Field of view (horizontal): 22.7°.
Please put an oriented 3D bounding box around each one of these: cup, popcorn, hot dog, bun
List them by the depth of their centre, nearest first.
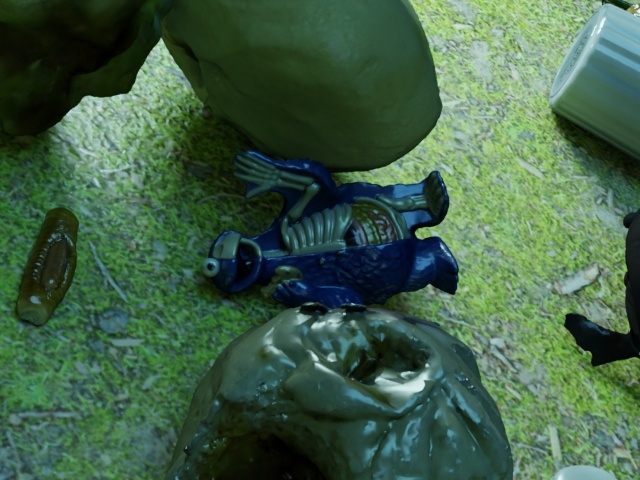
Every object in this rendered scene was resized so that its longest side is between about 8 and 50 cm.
[{"bbox_3d":[0.026,0.154,1.304,0.281,0.205,0.281,17,28,-10],"label":"bun"},{"bbox_3d":[-0.240,0.020,1.431,0.044,0.028,0.137,30,38,-16],"label":"hot dog"},{"bbox_3d":[-0.297,-0.269,1.484,0.312,0.312,0.312,19,42,-18],"label":"popcorn"},{"bbox_3d":[-0.046,-0.213,1.591,0.202,0.364,0.364,-35,69,-10],"label":"bun"},{"bbox_3d":[0.402,-0.189,1.994,0.202,0.167,0.221,28,12,-3],"label":"cup"}]

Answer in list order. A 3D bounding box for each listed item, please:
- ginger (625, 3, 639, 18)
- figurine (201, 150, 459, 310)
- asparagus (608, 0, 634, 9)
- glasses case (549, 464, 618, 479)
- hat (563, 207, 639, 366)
[{"bbox_3d":[0.453,-0.255,2.143,0.103,0.073,0.162,-21,65,-44],"label":"ginger"},{"bbox_3d":[0.006,0.007,1.552,0.262,0.120,0.164,5,85,-21],"label":"figurine"},{"bbox_3d":[0.381,-0.353,2.239,0.162,0.016,0.016,21,60,-17],"label":"asparagus"},{"bbox_3d":[0.275,0.310,1.458,0.092,0.059,0.233,7,47,-31],"label":"glasses case"},{"bbox_3d":[0.415,0.068,1.751,0.336,0.209,0.238,37,64,-37],"label":"hat"}]
